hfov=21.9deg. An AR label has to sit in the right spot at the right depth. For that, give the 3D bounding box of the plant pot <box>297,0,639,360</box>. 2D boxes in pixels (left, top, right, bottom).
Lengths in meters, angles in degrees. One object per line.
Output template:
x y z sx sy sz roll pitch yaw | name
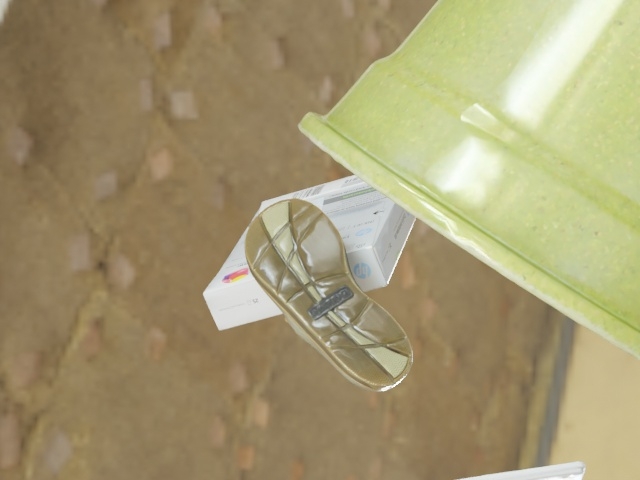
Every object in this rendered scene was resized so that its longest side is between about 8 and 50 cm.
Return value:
0.170 -0.094 0.880 0.254 0.276 0.276 -57 -29 5 | plant pot

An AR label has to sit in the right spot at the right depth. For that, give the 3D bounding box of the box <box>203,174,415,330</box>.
0.000 0.000 1.333 0.186 0.145 0.038 -61 -48 -64 | box

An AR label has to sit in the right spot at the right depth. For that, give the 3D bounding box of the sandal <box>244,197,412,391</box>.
0.003 0.045 1.198 0.072 0.180 0.049 -28 -30 -18 | sandal

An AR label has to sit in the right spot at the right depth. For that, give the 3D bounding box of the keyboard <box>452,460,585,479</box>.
-0.007 0.134 0.759 0.072 0.256 0.014 83 178 -58 | keyboard
